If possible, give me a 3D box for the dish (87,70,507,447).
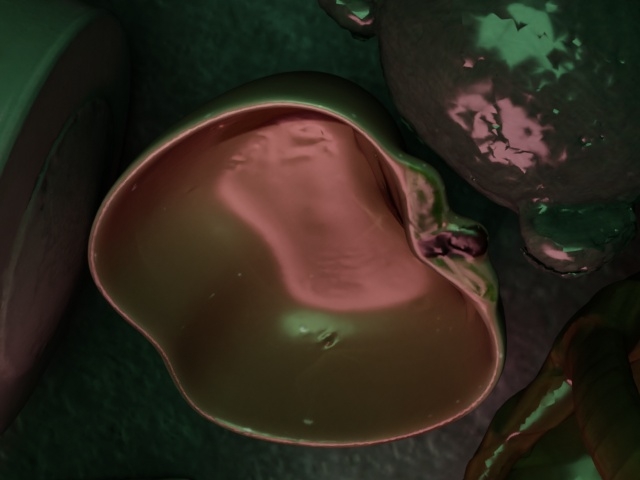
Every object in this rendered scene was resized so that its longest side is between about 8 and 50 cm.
[{"bbox_3d":[0.000,0.000,0.940,0.213,0.090,0.213,7,126,10],"label":"dish"}]

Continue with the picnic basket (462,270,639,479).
[{"bbox_3d":[0.210,0.141,0.809,0.337,0.337,0.293,-43,85,13],"label":"picnic basket"}]

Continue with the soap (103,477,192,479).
[{"bbox_3d":[-0.137,0.237,0.968,0.138,0.182,0.199,-6,94,13],"label":"soap"}]

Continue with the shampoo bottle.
[{"bbox_3d":[-0.244,-0.038,0.923,0.266,0.273,0.273,17,99,9],"label":"shampoo bottle"}]

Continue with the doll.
[{"bbox_3d":[0.183,-0.124,0.895,0.340,0.158,0.246,-29,76,-14],"label":"doll"}]
